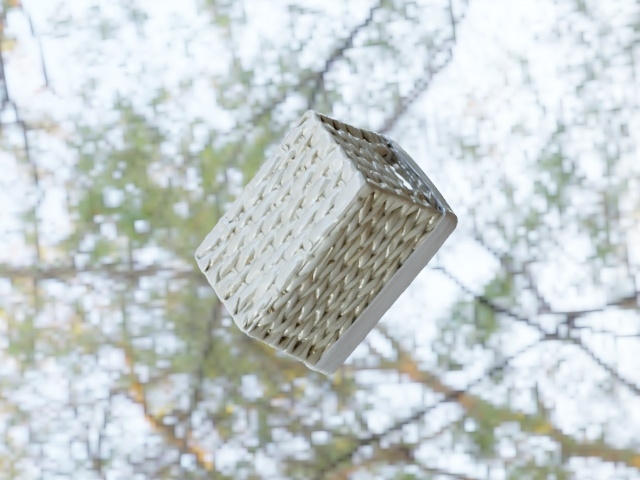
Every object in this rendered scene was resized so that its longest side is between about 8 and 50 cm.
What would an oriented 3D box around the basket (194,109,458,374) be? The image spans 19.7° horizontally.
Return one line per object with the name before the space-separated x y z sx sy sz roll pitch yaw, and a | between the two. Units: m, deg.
basket | 0.000 0.000 1.390 0.103 0.167 0.113 21 -156 -45
